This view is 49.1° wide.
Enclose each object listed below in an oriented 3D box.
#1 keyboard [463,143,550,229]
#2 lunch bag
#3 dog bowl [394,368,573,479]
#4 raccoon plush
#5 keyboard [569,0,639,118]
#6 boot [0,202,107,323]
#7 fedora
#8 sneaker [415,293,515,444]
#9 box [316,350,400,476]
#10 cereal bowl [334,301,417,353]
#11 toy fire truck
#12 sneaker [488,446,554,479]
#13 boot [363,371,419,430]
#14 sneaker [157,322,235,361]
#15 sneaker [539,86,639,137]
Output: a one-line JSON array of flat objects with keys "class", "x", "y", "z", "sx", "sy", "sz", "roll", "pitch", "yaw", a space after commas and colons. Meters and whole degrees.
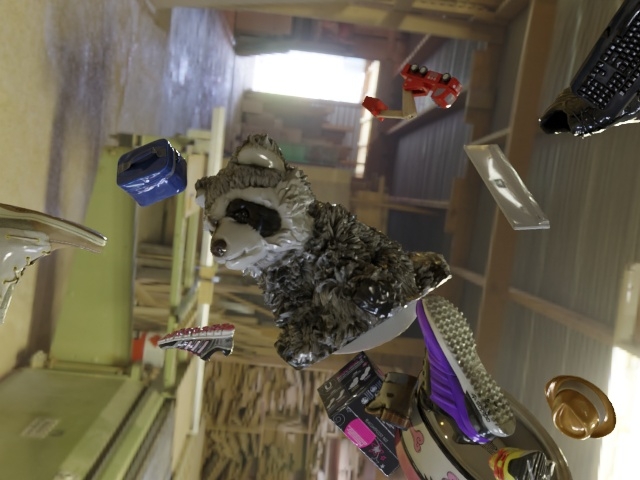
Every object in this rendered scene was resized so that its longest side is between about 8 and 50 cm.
[{"class": "keyboard", "x": 0.347, "y": -0.107, "z": 1.323, "sx": 0.256, "sy": 0.072, "sz": 0.014, "roll": -107, "pitch": -167, "yaw": -46}, {"class": "lunch bag", "x": -0.240, "y": -0.100, "z": 1.003, "sx": 0.065, "sy": 0.098, "sz": 0.067, "roll": 49, "pitch": 24, "yaw": -52}, {"class": "dog bowl", "x": 0.339, "y": 0.466, "z": 1.529, "sx": 0.150, "sy": 0.408, "sz": 0.408, "roll": -57, "pitch": -165, "yaw": 24}, {"class": "raccoon plush", "x": 0.000, "y": 0.000, "z": 1.039, "sx": 0.299, "sy": 0.216, "sz": 0.446, "roll": 58, "pitch": 20, "yaw": 8}, {"class": "keyboard", "x": 0.359, "y": -0.206, "z": 0.785, "sx": 0.038, "sy": 0.100, "sz": 0.192, "roll": -52, "pitch": 169, "yaw": -30}, {"class": "boot", "x": -0.423, "y": 0.038, "z": 0.991, "sx": 0.077, "sy": 0.213, "sz": 0.165, "roll": 148, "pitch": -45, "yaw": -81}, {"class": "fedora", "x": 0.620, "y": 0.420, "z": 1.706, "sx": 0.079, "sy": 0.194, "sz": 0.194, "roll": -38, "pitch": 150, "yaw": -38}, {"class": "sneaker", "x": 0.229, "y": 0.249, "z": 1.311, "sx": 0.146, "sy": 0.102, "sz": 0.293, "roll": -37, "pitch": -110, "yaw": 36}, {"class": "box", "x": 0.135, "y": 0.426, "z": 1.740, "sx": 0.163, "sy": 0.247, "sz": 0.142, "roll": -41, "pitch": -158, "yaw": 1}, {"class": "cereal bowl", "x": 0.073, "y": 0.135, "z": 1.762, "sx": 0.339, "sy": 0.339, "sz": 0.141, "roll": 99, "pitch": -18, "yaw": -47}, {"class": "toy fire truck", "x": 0.197, "y": -0.310, "z": 1.516, "sx": 0.047, "sy": 0.192, "sz": 0.135, "roll": 31, "pitch": 89, "yaw": -52}, {"class": "sneaker", "x": 0.311, "y": 0.371, "z": 1.126, "sx": 0.208, "sy": 0.094, "sz": 0.081, "roll": 43, "pitch": 65, "yaw": -57}, {"class": "boot", "x": 0.155, "y": 0.328, "z": 1.464, "sx": 0.106, "sy": 0.082, "sz": 0.219, "roll": -66, "pitch": -172, "yaw": -9}, {"class": "sneaker", "x": -0.263, "y": 0.226, "z": 1.500, "sx": 0.063, "sy": 0.170, "sz": 0.075, "roll": -90, "pitch": 173, "yaw": -83}, {"class": "sneaker", "x": 0.570, "y": -0.259, "z": 1.411, "sx": 0.286, "sy": 0.130, "sz": 0.109, "roll": -7, "pitch": -63, "yaw": 59}]
